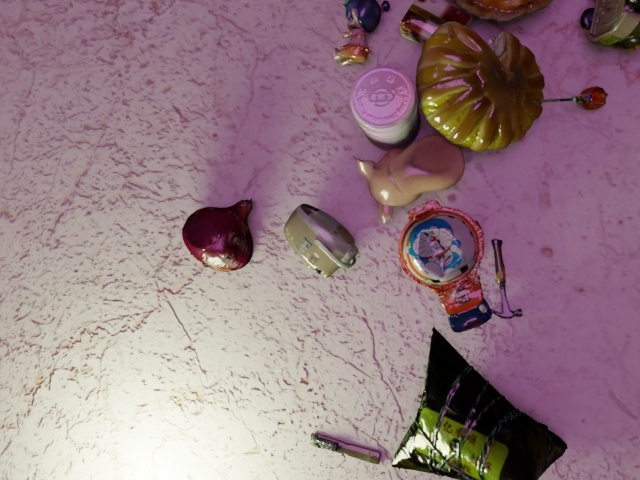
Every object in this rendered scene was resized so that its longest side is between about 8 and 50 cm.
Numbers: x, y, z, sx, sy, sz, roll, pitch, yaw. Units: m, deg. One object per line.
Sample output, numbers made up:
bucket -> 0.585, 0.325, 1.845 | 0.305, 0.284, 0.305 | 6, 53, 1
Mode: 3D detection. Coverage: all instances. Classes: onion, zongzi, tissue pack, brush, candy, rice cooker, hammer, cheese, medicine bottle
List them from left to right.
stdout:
onion -> -0.256, -0.028, 1.634 | 0.195, 0.140, 0.218 | 40, 92, 17
rice cooker -> 0.000, 0.000, 1.569 | 0.127, 0.145, 0.206 | -43, 84, 19
brush -> 0.062, 0.541, 1.592 | 0.191, 0.027, 0.034 | 13, 92, 11
medicine bottle -> 0.163, -0.312, 1.489 | 0.152, 0.254, 0.152 | 0, 87, 11
tissue pack -> 0.291, -0.543, 1.551 | 0.149, 0.099, 0.106 | 32, 94, 11
cheese -> 0.314, 0.061, 1.509 | 0.217, 0.129, 0.329 | -22, 91, 10
zongzi -> 0.360, 0.397, 1.445 | 0.384, 0.319, 0.361 | 4, 90, 30
hammer -> 0.448, 0.096, 1.533 | 0.078, 0.021, 0.200 | -9, 86, 11
candy -> 0.598, -0.335, 1.459 | 0.201, 0.060, 0.060 | -9, 85, -25

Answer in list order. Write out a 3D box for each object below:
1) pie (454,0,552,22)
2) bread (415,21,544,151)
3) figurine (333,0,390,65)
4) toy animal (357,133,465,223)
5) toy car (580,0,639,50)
pie -> 0.446, -0.673, 1.510 | 0.315, 0.092, 0.315 | -2, 75, 6
bread -> 0.384, -0.360, 1.437 | 0.333, 0.160, 0.332 | 1, 87, -22
figurine -> 0.107, -0.556, 1.598 | 0.102, 0.111, 0.194 | 10, 93, 29
toy animal -> 0.234, -0.167, 1.519 | 0.250, 0.154, 0.166 | -24, 83, 10
toy car -> 0.754, -0.565, 1.430 | 0.198, 0.204, 0.247 | 13, 88, -11
